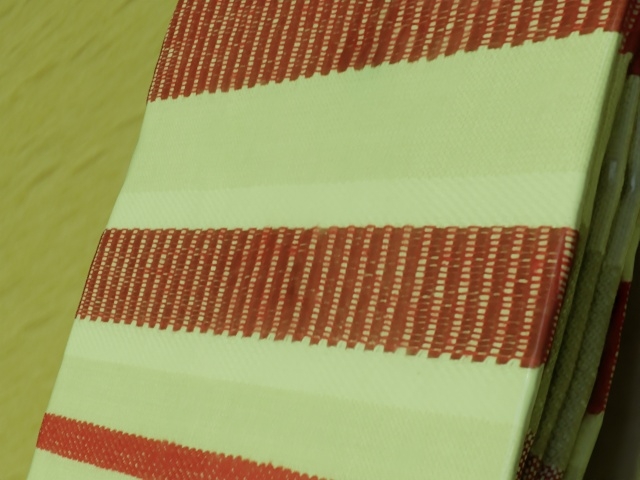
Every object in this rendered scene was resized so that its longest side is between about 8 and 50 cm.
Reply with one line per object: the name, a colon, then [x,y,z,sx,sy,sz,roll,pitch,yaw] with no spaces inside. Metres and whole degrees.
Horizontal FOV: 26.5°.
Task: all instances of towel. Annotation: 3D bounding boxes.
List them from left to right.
towel: [0.000,0.000,0.410,0.237,0.037,0.329,1,71,52]
